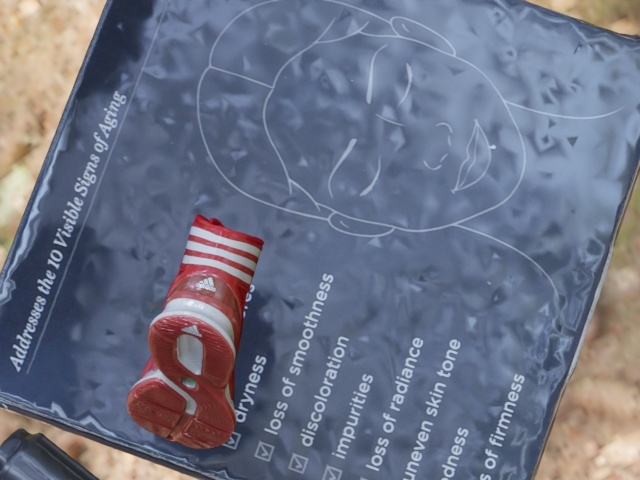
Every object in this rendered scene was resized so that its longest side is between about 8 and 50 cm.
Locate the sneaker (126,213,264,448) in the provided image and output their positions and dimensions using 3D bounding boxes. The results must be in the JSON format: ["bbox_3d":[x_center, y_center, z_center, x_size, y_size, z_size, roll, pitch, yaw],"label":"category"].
[{"bbox_3d":[-0.079,0.064,1.383,0.087,0.221,0.128,23,60,-2],"label":"sneaker"}]

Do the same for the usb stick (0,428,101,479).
[{"bbox_3d":[-0.092,0.218,1.159,0.045,0.278,0.077,-51,-2,-29],"label":"usb stick"}]

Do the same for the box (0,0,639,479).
[{"bbox_3d":[0.000,0.000,1.659,0.472,0.297,0.480,20,82,2],"label":"box"}]
